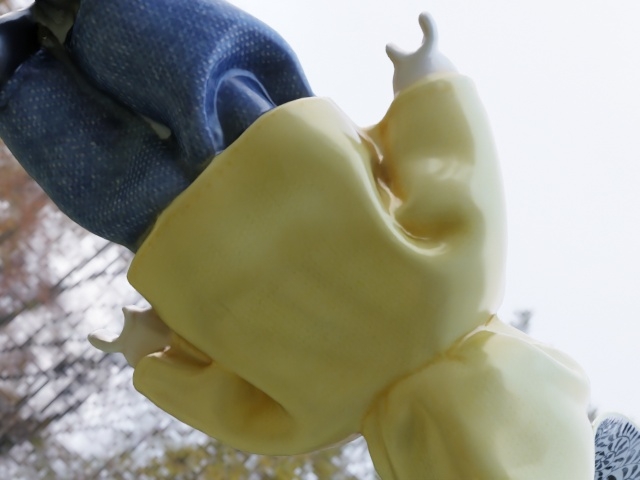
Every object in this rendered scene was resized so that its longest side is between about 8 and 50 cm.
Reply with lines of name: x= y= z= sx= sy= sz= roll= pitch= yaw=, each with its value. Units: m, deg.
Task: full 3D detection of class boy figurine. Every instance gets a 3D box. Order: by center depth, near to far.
boy figurine: x=0.000 y=0.000 z=0.548 sx=0.285 sy=0.092 sz=0.177 roll=41 pitch=-76 yaw=4

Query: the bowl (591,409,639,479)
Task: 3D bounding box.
bowl: x=0.126 y=0.170 z=0.686 sx=0.080 sy=0.170 sz=0.170 roll=-23 pitch=-68 yaw=22
